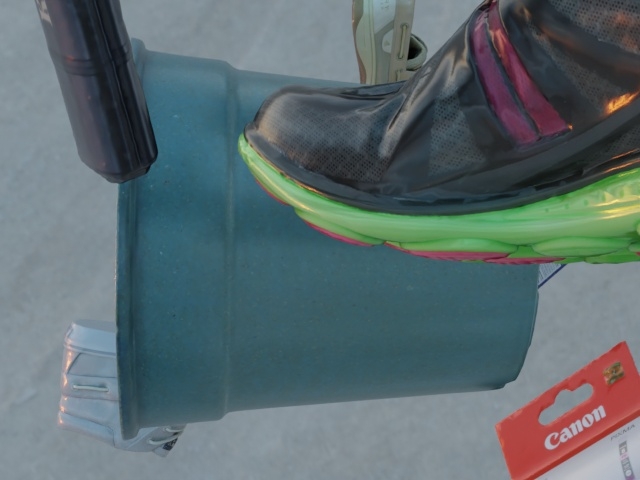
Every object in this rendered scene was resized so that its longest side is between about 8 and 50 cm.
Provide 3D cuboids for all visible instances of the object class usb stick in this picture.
[{"bbox_3d":[-0.145,-0.163,0.774,0.045,0.278,0.077,-19,28,-14],"label":"usb stick"}]

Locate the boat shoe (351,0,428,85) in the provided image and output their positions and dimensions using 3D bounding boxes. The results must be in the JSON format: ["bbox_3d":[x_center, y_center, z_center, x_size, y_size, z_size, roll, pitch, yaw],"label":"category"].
[{"bbox_3d":[0.108,-0.257,2.020,0.098,0.302,0.109,-2,57,7],"label":"boat shoe"}]

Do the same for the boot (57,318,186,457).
[{"bbox_3d":[-0.142,0.162,1.420,0.258,0.123,0.095,10,5,6],"label":"boot"}]

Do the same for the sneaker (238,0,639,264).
[{"bbox_3d":[0.156,-0.089,0.812,0.482,0.185,0.202,-3,84,39],"label":"sneaker"}]

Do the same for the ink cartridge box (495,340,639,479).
[{"bbox_3d":[0.259,0.234,1.386,0.189,0.066,0.232,-38,50,27],"label":"ink cartridge box"}]

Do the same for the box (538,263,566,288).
[{"bbox_3d":[0.229,0.010,1.714,0.225,0.136,0.036,-37,19,-29],"label":"box"}]

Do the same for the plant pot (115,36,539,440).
[{"bbox_3d":[0.000,0.000,1.193,0.334,0.341,0.341,0,39,-5],"label":"plant pot"}]
